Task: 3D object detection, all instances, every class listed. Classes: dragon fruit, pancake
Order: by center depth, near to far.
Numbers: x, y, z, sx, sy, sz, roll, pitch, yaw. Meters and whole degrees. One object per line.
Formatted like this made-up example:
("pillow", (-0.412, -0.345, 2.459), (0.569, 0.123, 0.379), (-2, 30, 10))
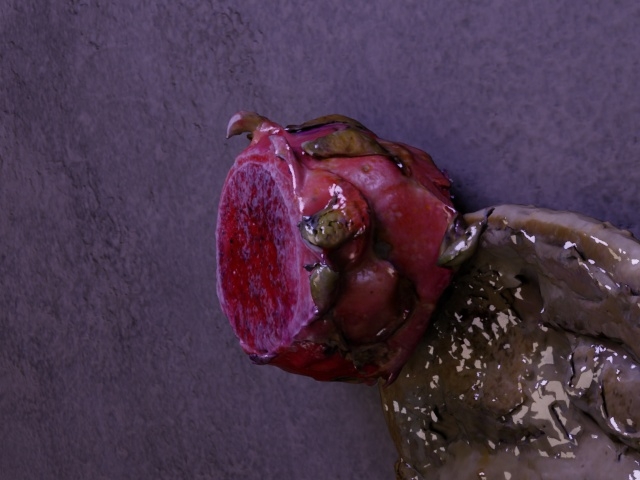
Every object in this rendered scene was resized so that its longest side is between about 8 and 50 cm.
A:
("pancake", (0.181, 0.148, 0.959), (0.387, 0.082, 0.387), (24, 123, 43))
("dragon fruit", (0.000, 0.000, 0.981), (0.282, 0.147, 0.211), (160, 118, -65))
